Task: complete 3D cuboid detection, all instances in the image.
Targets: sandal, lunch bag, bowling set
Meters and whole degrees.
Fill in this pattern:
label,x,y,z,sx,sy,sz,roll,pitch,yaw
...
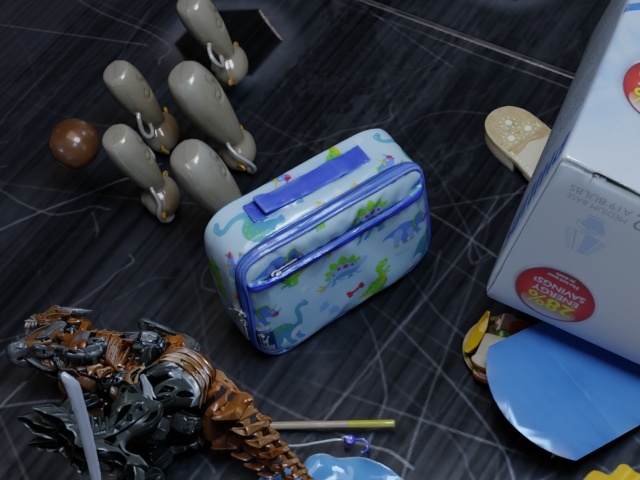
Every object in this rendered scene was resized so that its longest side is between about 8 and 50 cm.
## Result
label,x,y,z,sx,sy,sz,roll,pitch,yaw
sandal,0.262,-0.082,1.379,0.088,0.079,0.240,-37,58,-21
lunch bag,0.000,0.000,1.281,0.219,0.176,0.090,-29,55,-17
bowling set,-0.171,-0.110,1.430,0.200,0.154,0.287,-14,51,18

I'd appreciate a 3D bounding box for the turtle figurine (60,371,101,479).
label,x,y,z,sx,sy,sz,roll,pitch,yaw
turtle figurine,-0.190,0.302,0.996,0.275,0.266,0.198,-44,20,20

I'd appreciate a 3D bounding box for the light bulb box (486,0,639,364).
label,x,y,z,sx,sy,sz,roll,pitch,yaw
light bulb box,0.393,-0.066,1.215,0.358,0.225,0.361,25,57,4

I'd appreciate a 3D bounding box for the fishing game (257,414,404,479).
label,x,y,z,sx,sy,sz,roll,pitch,yaw
fishing game,0.005,0.265,1.162,0.189,0.041,0.264,1,53,10

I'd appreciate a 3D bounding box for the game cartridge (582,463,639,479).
label,x,y,z,sx,sy,sz,roll,pitch,yaw
game cartridge,0.290,0.326,1.021,0.324,0.052,0.285,31,41,24

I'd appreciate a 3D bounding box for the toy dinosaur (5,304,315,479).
label,x,y,z,sx,sy,sz,roll,pitch,yaw
toy dinosaur,-0.158,0.152,1.206,0.322,0.164,0.218,2,32,34

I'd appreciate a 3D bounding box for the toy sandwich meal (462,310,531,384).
label,x,y,z,sx,sy,sz,roll,pitch,yaw
toy sandwich meal,0.173,0.102,1.276,0.086,0.029,0.085,-3,52,4

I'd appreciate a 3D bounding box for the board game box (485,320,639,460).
label,x,y,z,sx,sy,sz,roll,pitch,yaw
board game box,0.229,0.138,1.237,0.169,0.033,0.133,-22,59,-30
